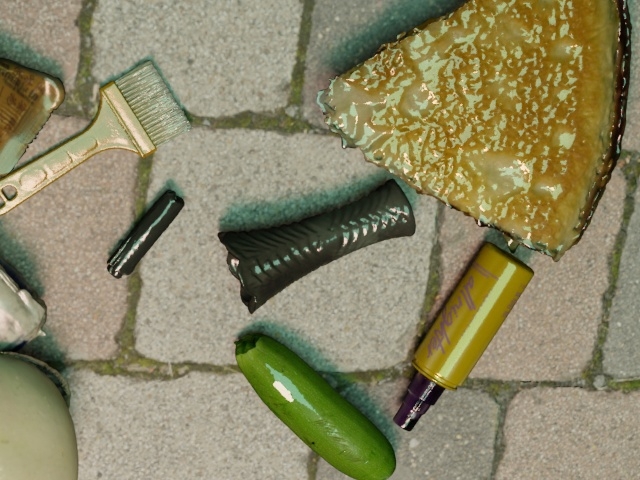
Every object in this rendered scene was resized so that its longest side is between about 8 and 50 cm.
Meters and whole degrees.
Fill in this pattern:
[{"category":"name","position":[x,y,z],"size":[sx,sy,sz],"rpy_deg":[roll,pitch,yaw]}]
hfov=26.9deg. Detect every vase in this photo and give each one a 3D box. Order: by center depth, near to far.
[{"category":"vase","position":[0.000,0.000,1.695],"size":[0.237,0.115,0.115],"rpy_deg":[-21,110,-9]}]

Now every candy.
[{"category":"candy","position":[-0.438,-0.186,1.539],"size":[0.271,0.101,0.143],"rpy_deg":[31,92,-26]}]

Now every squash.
[{"category":"squash","position":[-0.003,0.229,1.770],"size":[0.082,0.082,0.292],"rpy_deg":[-45,111,3]}]

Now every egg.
[{"category":"egg","position":[-0.406,0.273,1.582],"size":[0.264,0.174,0.286],"rpy_deg":[-50,140,12]}]

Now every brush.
[{"category":"brush","position":[-0.297,-0.110,1.636],"size":[0.272,0.013,0.103],"rpy_deg":[-32,110,-1]}]

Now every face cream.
[{"category":"face cream","position":[0.181,0.135,1.786],"size":[0.078,0.078,0.273],"rpy_deg":[29,98,-19]}]

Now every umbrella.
[{"category":"umbrella","position":[-0.218,-0.007,1.676],"size":[0.036,0.031,0.133],"rpy_deg":[39,96,-19]}]

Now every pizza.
[{"category":"pizza","position":[0.258,-0.159,1.716],"size":[0.435,0.080,0.392],"rpy_deg":[-34,111,0]}]

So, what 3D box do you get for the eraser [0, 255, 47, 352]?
[{"category":"eraser","position":[-0.498,0.137,1.619],"size":[0.332,0.101,0.155],"rpy_deg":[-38,113,1]}]
